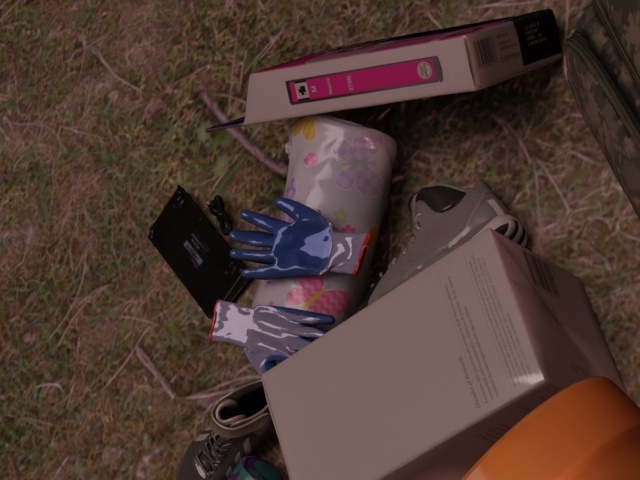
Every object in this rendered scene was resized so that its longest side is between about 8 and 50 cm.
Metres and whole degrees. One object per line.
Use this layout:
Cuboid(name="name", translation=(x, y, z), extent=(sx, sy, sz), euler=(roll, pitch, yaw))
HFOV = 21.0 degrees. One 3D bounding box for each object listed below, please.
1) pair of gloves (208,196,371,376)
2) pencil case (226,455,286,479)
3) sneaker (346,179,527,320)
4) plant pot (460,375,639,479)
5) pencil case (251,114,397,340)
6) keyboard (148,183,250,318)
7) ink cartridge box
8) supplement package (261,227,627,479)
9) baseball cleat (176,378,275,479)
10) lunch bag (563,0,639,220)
Cuboid(name="pair of gloves", translation=(-0.036, 0.055, 1.807), extent=(0.159, 0.023, 0.198), euler=(12, 80, 24))
Cuboid(name="pencil case", translation=(-0.095, 0.311, 1.874), extent=(0.070, 0.064, 0.151), euler=(34, 99, 0))
Cuboid(name="sneaker", translation=(0.103, 0.020, 1.824), extent=(0.229, 0.086, 0.132), euler=(-36, 48, 11))
Cuboid(name="plant pot", translation=(0.229, 0.290, 1.485), extent=(0.203, 0.291, 0.291), euler=(41, 100, 26))
Cuboid(name="pencil case", translation=(0.000, 0.000, 1.880), extent=(0.124, 0.113, 0.273), euler=(12, 81, 2))
Cuboid(name="keyboard", translation=(-0.137, 0.003, 2.066), extent=(0.108, 0.023, 0.180), euler=(-55, 48, 17))
Cuboid(name="ink cartridge box", translation=(0.058, -0.181, 1.872), extent=(0.371, 0.176, 0.069), euler=(-8, 100, 39))
Cuboid(name="supplement package", translation=(0.119, 0.153, 1.681), extent=(0.293, 0.177, 0.175), euler=(-34, 54, 24))
Cuboid(name="baseball cleat", translation=(-0.107, 0.212, 1.893), extent=(0.206, 0.109, 0.072), euler=(-48, 63, 18))
Cuboid(name="lunch bag", translation=(0.358, -0.116, 1.571), extent=(0.256, 0.213, 0.305), euler=(107, 149, -47))
